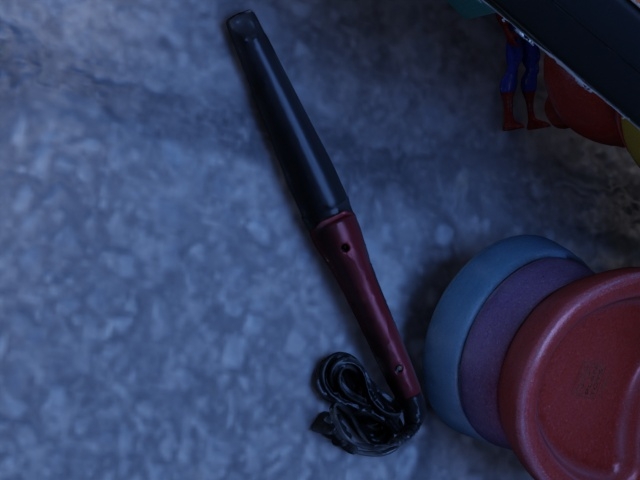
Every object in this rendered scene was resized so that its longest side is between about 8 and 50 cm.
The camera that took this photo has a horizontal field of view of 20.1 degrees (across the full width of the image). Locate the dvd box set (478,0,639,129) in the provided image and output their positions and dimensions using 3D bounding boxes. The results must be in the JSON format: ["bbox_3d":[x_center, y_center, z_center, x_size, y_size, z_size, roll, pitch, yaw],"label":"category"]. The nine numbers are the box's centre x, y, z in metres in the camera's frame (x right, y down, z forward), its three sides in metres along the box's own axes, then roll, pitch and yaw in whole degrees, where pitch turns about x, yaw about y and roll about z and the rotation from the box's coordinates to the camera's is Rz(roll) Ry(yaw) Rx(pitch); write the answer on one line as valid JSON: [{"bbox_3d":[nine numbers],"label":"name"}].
[{"bbox_3d":[0.167,-0.266,1.019,0.307,0.062,0.420,39,46,-6],"label":"dvd box set"}]

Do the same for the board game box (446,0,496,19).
[{"bbox_3d":[0.067,-0.262,1.082,0.210,0.047,0.160,42,65,-24],"label":"board game box"}]

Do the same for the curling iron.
[{"bbox_3d":[0.000,0.000,1.031,0.068,0.035,0.274,-24,102,-35],"label":"curling iron"}]

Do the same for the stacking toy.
[{"bbox_3d":[0.204,0.013,1.132,0.279,0.130,0.309,27,89,-41],"label":"stacking toy"}]

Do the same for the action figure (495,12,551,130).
[{"bbox_3d":[0.128,-0.128,1.139,0.038,0.030,0.115,-5,89,-32],"label":"action figure"}]
